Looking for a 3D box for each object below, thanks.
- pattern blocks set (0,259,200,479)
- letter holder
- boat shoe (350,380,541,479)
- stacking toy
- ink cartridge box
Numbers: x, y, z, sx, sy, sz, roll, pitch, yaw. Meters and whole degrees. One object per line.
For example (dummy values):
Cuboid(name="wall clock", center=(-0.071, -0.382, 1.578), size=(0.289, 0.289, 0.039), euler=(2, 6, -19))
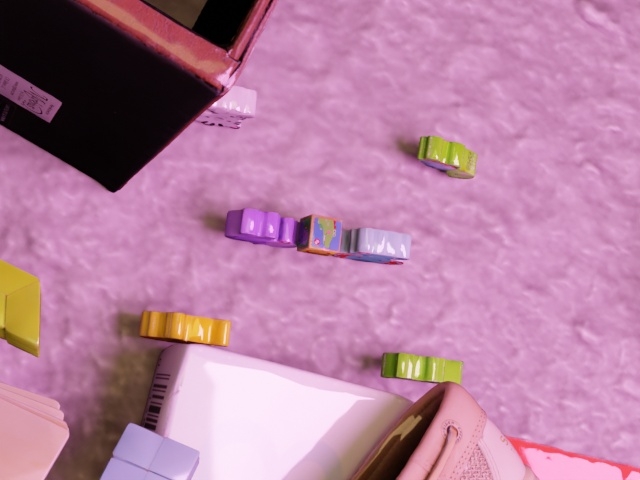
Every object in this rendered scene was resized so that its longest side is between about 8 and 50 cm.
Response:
Cuboid(name="pattern blocks set", center=(-0.247, 0.125, 0.676), size=(0.325, 0.026, 0.285), euler=(30, 60, 10))
Cuboid(name="letter holder", center=(-0.100, -0.174, 0.672), size=(0.152, 0.302, 0.214), euler=(31, 76, -13))
Cuboid(name="boat shoe", center=(-0.016, 0.210, 0.674), size=(0.341, 0.122, 0.110), euler=(-38, 95, -30))
Cuboid(name="stacking toy", center=(0.000, 0.000, 0.823), size=(0.221, 0.052, 0.166), euler=(11, 80, -21))
Cuboid(name="ink cartridge box", center=(0.048, 0.259, 0.789), size=(0.385, 0.091, 0.308), euler=(16, 79, -14))
